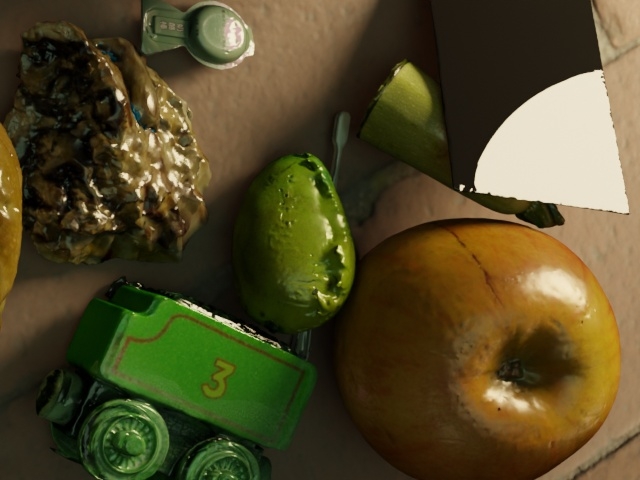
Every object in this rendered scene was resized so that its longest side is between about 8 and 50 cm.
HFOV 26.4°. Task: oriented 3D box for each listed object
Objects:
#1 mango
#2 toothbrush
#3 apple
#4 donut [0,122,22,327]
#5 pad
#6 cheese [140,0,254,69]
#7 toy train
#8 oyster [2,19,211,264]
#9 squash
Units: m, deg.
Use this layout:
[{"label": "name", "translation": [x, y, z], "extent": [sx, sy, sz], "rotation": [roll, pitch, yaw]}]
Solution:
[{"label": "mango", "translation": [-0.026, 0.004, 1.305], "extent": [0.119, 0.100, 0.178], "rotation": [1, 73, 2]}, {"label": "toothbrush", "translation": [0.000, 0.000, 1.361], "extent": [0.022, 0.026, 0.263], "rotation": [9, 93, -18]}, {"label": "apple", "translation": [0.153, 0.108, 1.327], "extent": [0.286, 0.233, 0.286], "rotation": [-3, 98, -21]}, {"label": "donut", "translation": [-0.409, -0.008, 1.113], "extent": [0.360, 0.170, 0.360], "rotation": [-2, 96, -17]}, {"label": "pad", "translation": [0.201, -0.169, 1.353], "extent": [0.202, 0.005, 0.299], "rotation": [6, 63, -24]}, {"label": "cheese", "translation": [-0.113, -0.196, 1.279], "extent": [0.121, 0.026, 0.067], "rotation": [5, 78, -33]}, {"label": "toy train", "translation": [-0.134, 0.149, 1.271], "extent": [0.243, 0.132, 0.188], "rotation": [26, 82, -26]}, {"label": "oyster", "translation": [-0.189, -0.078, 1.246], "extent": [0.223, 0.083, 0.214], "rotation": [10, 95, -30]}, {"label": "squash", "translation": [0.147, -0.080, 1.338], "extent": [0.224, 0.094, 0.094], "rotation": [35, 82, 2]}]
